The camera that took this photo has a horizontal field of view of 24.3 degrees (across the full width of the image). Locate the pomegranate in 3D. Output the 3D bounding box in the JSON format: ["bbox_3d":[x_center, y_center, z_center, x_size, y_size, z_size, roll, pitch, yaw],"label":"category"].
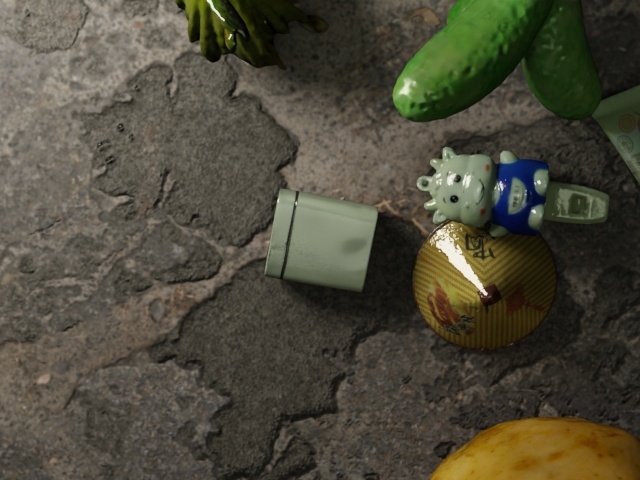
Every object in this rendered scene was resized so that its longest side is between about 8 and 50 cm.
[{"bbox_3d":[0.308,0.408,1.882,0.410,0.410,0.410,0,105,1],"label":"pomegranate"}]

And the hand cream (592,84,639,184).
[{"bbox_3d":[0.465,-0.062,1.865,0.147,0.093,0.306,-21,107,45],"label":"hand cream"}]

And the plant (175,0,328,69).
[{"bbox_3d":[-0.098,-0.327,1.703,0.180,0.333,0.251,-37,89,-5],"label":"plant"}]

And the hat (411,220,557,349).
[{"bbox_3d":[0.213,0.061,1.914,0.193,0.082,0.193,1,104,2],"label":"hat"}]

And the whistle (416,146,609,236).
[{"bbox_3d":[0.242,-0.056,1.873,0.244,0.092,0.110,9,92,1],"label":"whistle"}]

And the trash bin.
[{"bbox_3d":[0.000,0.000,1.914,0.130,0.059,0.116,10,106,-2],"label":"trash bin"}]

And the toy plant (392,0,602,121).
[{"bbox_3d":[0.239,-0.312,1.733,0.317,0.210,0.356,-3,123,-39],"label":"toy plant"}]
